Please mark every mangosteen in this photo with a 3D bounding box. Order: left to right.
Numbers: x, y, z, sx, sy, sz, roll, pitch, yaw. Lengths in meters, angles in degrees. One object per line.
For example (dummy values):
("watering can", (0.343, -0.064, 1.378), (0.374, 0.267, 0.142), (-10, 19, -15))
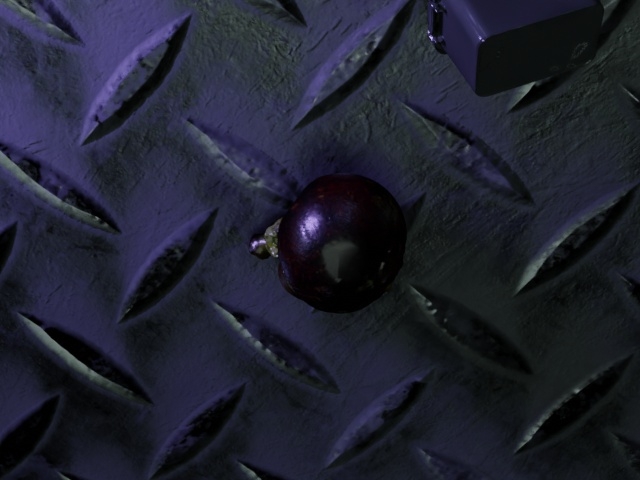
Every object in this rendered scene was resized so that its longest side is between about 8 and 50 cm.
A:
("mangosteen", (0.000, 0.000, 1.900), (0.289, 0.231, 0.231), (7, 122, 28))

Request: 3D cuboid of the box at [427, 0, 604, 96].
("box", (0.291, -0.319, 1.700), (0.243, 0.135, 0.163), (-17, 146, -9))
